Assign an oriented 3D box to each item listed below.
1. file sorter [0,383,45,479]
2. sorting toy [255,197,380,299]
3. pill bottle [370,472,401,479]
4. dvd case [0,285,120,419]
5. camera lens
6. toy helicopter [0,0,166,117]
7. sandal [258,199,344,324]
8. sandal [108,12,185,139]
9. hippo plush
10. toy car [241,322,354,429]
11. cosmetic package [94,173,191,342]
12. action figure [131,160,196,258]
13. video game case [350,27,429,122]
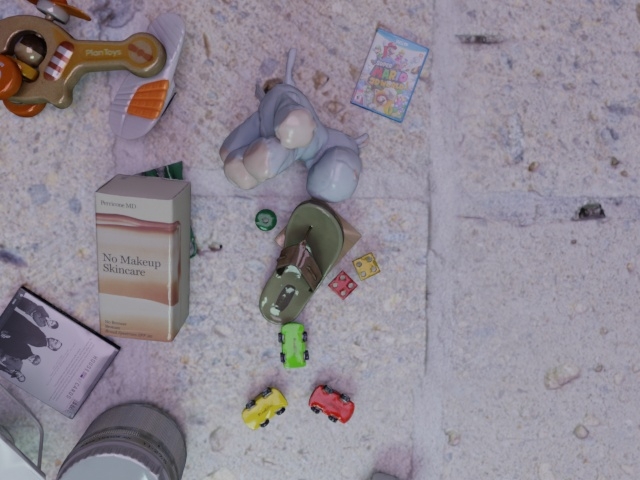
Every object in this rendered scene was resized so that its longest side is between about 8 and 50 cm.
[{"bbox_3d":[-0.707,0.424,1.299,0.278,0.173,0.192,-31,120,-3],"label":"file sorter"},{"bbox_3d":[0.000,0.000,1.417,0.274,0.046,0.132,42,89,-6],"label":"sorting toy"},{"bbox_3d":[0.117,0.625,1.430,0.131,0.131,0.229,21,92,-6],"label":"pill bottle"},{"bbox_3d":[-0.565,0.233,1.389,0.239,0.029,0.179,34,90,-7],"label":"dvd case"},{"bbox_3d":[-0.380,0.453,1.298,0.220,0.274,0.219,0,94,-5],"label":"camera lens"},{"bbox_3d":[-0.474,-0.370,1.292,0.356,0.140,0.234,-1,83,2],"label":"toy helicopter"},{"bbox_3d":[-0.041,0.060,1.348,0.120,0.086,0.302,24,116,2],"label":"sandal"},{"bbox_3d":[-0.327,-0.319,1.344,0.102,0.076,0.265,27,94,10],"label":"sandal"},{"bbox_3d":[-0.045,-0.173,1.342,0.234,0.294,0.237,-39,124,24],"label":"hippo plush"},{"bbox_3d":[-0.052,0.282,1.429,0.239,0.053,0.224,-3,94,-6],"label":"toy car"},{"bbox_3d":[-0.339,0.034,1.299,0.153,0.129,0.296,5,111,3],"label":"cosmetic package"},{"bbox_3d":[-0.315,-0.034,1.381,0.137,0.063,0.232,-18,99,-7],"label":"action figure"},{"bbox_3d":[0.147,-0.348,1.422,0.119,0.015,0.166,20,92,-6],"label":"video game case"}]
